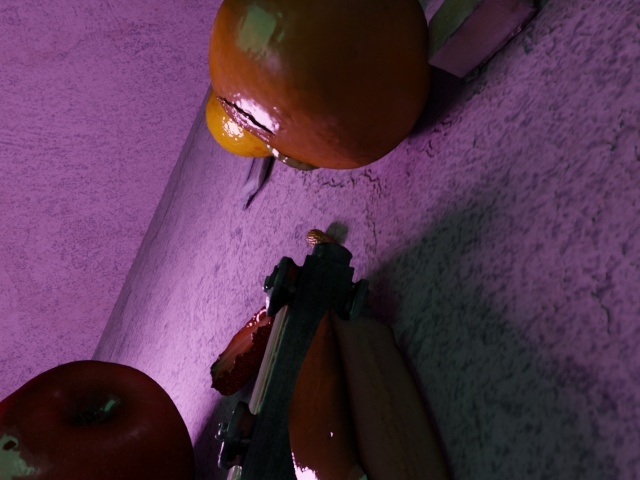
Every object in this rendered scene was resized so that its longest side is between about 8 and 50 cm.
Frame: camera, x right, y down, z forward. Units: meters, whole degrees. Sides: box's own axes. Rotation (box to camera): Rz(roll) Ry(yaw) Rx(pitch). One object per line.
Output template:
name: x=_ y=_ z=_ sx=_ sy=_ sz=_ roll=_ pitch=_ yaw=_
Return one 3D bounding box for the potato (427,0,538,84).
potato: x=0.159 y=-0.224 z=0.785 sx=0.122 sy=0.061 sz=0.086 roll=-45 pitch=31 yaw=51

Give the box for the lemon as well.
lemon: x=-0.119 y=-0.230 z=1.387 sx=0.170 sy=0.169 sz=0.207 roll=-70 pitch=18 yaw=-7

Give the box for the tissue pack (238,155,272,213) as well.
tissue pack: x=-0.120 y=-0.155 z=1.528 sx=0.122 sy=0.026 sz=0.193 roll=-30 pitch=41 yaw=62

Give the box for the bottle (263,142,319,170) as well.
bottle: x=0.016 y=-0.226 z=1.098 sx=0.260 sy=0.112 sz=0.112 roll=-57 pitch=21 yaw=31

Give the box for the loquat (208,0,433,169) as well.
loquat: x=0.000 y=-0.200 z=0.889 sx=0.263 sy=0.263 sz=0.263 roll=-54 pitch=23 yaw=35

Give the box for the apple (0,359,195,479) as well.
apple: x=-0.349 y=0.338 z=1.127 sx=0.348 sy=0.348 sz=0.277 roll=-105 pitch=23 yaw=-61

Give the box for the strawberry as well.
strawberry: x=-0.106 y=0.161 z=1.108 sx=0.152 sy=0.048 sz=0.104 roll=-45 pitch=19 yaw=21

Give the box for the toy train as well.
toy train: x=-0.027 y=0.145 z=0.805 sx=0.177 sy=0.116 sz=0.286 roll=100 pitch=-175 yaw=-71

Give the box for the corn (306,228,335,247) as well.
corn: x=0.000 y=0.000 z=1.021 sx=0.028 sy=0.027 sz=0.083 roll=-50 pitch=17 yaw=1

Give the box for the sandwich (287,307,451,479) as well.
sandwich: x=0.034 y=0.161 z=0.640 sx=0.096 sy=0.094 sz=0.258 roll=-56 pitch=20 yaw=19
